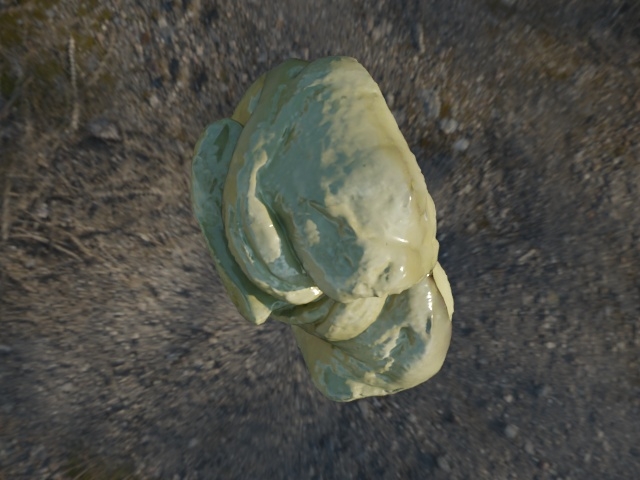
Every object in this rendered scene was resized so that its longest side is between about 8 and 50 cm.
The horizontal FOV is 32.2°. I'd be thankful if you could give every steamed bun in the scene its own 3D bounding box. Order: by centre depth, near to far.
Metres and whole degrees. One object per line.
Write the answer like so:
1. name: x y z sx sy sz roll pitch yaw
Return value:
1. steamed bun: -0.003 -0.005 1.245 0.230 0.372 0.325 -27 44 -17
